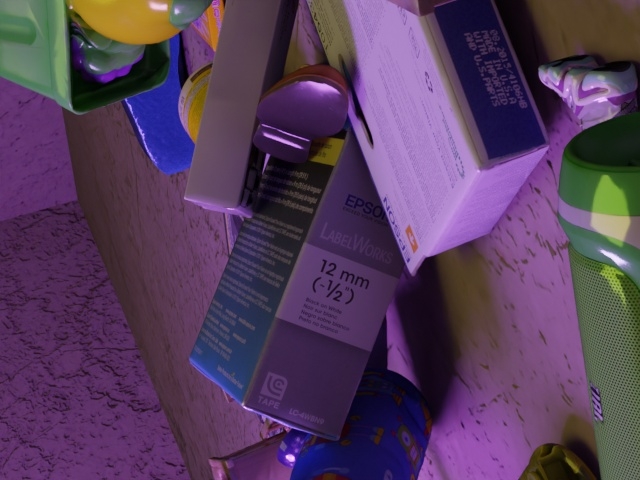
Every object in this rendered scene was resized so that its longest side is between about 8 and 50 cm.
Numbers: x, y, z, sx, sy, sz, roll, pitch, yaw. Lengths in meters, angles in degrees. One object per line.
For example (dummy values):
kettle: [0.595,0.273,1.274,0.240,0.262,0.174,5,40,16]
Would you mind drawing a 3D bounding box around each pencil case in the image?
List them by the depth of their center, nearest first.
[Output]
pencil case: [0.038,0.240,1.479,0.133,0.119,0.306,58,-161,-13]

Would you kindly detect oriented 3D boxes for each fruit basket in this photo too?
fruit basket: [-0.253,-0.351,1.929,0.283,0.392,0.392,-32,-69,-59]

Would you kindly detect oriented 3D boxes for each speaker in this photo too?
speaker: [0.212,0.079,0.870,0.131,0.131,0.296,-141,37,-66]

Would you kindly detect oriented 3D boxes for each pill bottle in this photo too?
pill bottle: [-0.083,-0.123,1.761,0.215,0.117,0.117,-127,24,-54]

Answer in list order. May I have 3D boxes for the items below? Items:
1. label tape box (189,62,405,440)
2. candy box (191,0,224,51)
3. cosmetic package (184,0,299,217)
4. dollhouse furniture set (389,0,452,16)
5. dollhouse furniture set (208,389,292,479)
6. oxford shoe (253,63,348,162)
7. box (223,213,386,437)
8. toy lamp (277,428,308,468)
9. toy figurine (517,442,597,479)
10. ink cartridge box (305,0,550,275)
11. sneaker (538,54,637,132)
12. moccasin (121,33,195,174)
label tape box: [0.000,0.000,1.523,0.347,0.115,0.249,-67,17,-1]
candy box: [-0.168,-0.335,2.023,0.206,0.027,0.105,-129,26,-57]
cosmetic package: [-0.077,-0.147,1.538,0.099,0.060,0.239,33,-111,-84]
dollhouse furniture set: [0.075,-0.261,0.962,0.129,0.129,0.183,39,145,54]
dollhouse furniture set: [-0.112,0.226,1.760,0.161,0.182,0.101,69,162,0]
oxford shoe: [-0.016,-0.133,1.392,0.212,0.076,0.076,149,143,-74]
box: [-0.020,0.147,1.875,0.318,0.097,0.395,-125,23,-45]
toy lamp: [0.070,0.296,1.628,0.275,0.080,0.080,42,151,29]
toy figurine: [0.128,0.343,1.298,0.362,0.217,0.191,94,155,-55]
ink cartridge box: [0.070,-0.163,1.238,0.330,0.071,0.324,107,144,-76]
sneaker: [0.176,-0.084,0.994,0.098,0.038,0.069,-146,42,-69]
moccasin: [-0.274,-0.262,2.289,0.117,0.138,0.342,-122,21,-58]
